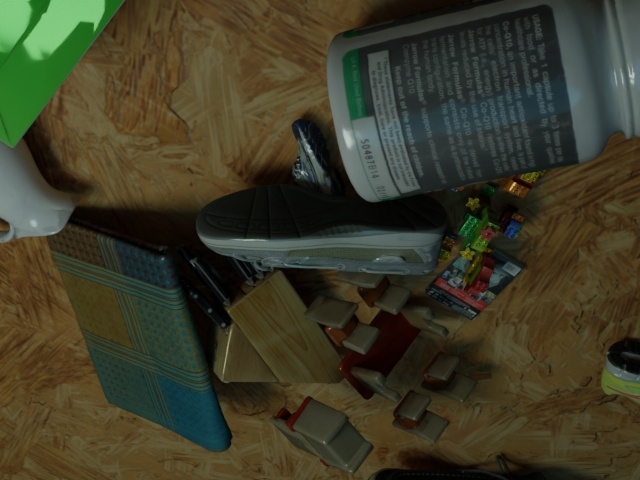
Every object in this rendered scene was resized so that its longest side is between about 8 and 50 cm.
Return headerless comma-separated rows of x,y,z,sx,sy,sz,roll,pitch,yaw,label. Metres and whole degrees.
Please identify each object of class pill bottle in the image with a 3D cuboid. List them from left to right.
0.203,-0.172,1.039,0.360,0.204,0.204,-10,124,16,pill bottle

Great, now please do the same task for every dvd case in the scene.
0.218,0.055,1.319,0.087,0.013,0.119,29,125,-13,dvd case

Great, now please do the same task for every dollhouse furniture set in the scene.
0.059,0.190,1.319,0.135,0.259,0.262,11,145,53,dollhouse furniture set

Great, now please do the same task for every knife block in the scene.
-0.074,0.077,1.318,0.275,0.088,0.242,6,104,-27,knife block

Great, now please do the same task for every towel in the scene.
-0.266,0.135,1.358,0.271,0.040,0.370,16,132,34,towel

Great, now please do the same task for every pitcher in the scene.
-0.456,-0.084,1.248,0.177,0.126,0.207,-21,126,30,pitcher

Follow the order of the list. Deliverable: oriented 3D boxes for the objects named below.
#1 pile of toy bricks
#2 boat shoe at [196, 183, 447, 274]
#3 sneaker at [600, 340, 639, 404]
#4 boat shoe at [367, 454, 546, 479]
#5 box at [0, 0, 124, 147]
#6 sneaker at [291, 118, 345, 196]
0.210,-0.024,1.196,0.118,0.105,0.212,22,120,-9,pile of toy bricks
0.001,-0.002,1.196,0.320,0.118,0.103,-1,129,-5,boat shoe
0.510,0.212,1.360,0.208,0.081,0.094,16,134,4,sneaker
0.308,0.446,1.493,0.499,0.187,0.156,18,121,-11,boat shoe
-0.291,-0.275,1.014,0.126,0.231,0.262,36,122,-19,box
-0.016,-0.096,1.219,0.058,0.052,0.135,-11,123,20,sneaker
